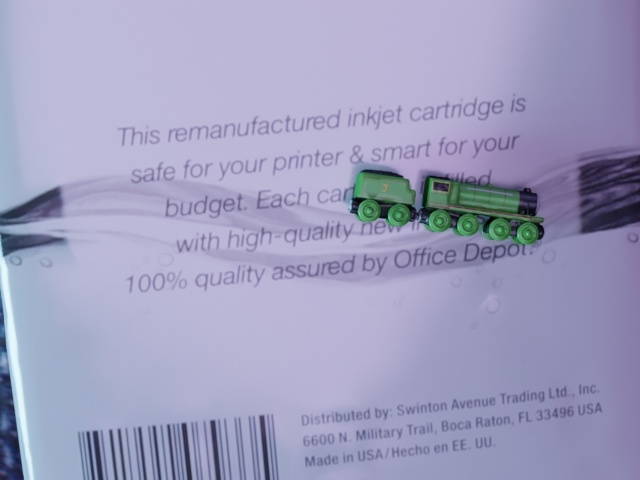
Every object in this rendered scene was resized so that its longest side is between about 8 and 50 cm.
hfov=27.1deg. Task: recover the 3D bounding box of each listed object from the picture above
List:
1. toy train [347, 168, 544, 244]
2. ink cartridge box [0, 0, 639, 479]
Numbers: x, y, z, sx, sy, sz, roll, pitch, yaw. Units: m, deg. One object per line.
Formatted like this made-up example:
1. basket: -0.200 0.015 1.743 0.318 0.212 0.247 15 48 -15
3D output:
1. toy train: 0.053 -0.014 0.546 0.083 0.017 0.023 7 90 -8
2. ink cartridge box: 0.000 0.000 0.638 0.286 0.166 0.394 -5 102 -4
